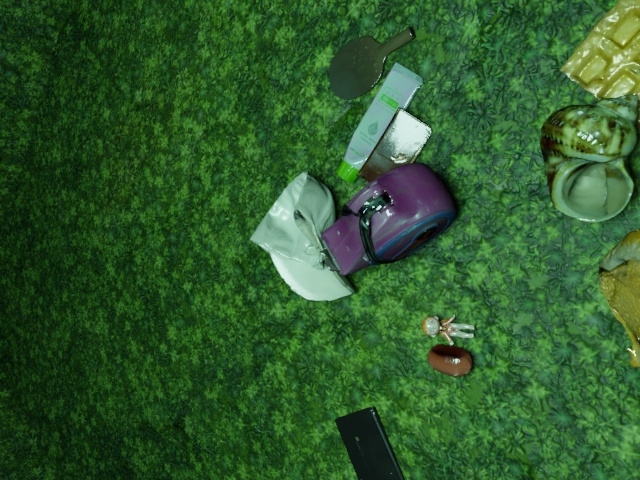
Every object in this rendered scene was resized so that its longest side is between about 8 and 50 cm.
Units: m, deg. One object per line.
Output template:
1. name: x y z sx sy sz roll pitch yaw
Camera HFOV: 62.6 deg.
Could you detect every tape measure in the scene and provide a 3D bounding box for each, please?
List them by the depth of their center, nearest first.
1. tape measure: 0.138 -0.047 1.048 0.149 0.245 0.231 60 140 20

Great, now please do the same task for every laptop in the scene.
1. laptop: 0.114 0.502 1.246 0.135 0.016 0.197 -33 73 35

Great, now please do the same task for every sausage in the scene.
1. sausage: 0.267 0.247 1.084 0.094 0.059 0.054 7 119 36

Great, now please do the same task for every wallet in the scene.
1. wallet: 0.161 -0.190 1.146 0.095 0.026 0.176 35 113 9

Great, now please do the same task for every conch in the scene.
1. conch: 0.447 -0.143 0.862 0.187 0.124 0.181 41 154 8

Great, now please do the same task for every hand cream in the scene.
1. hand cream: 0.126 -0.254 1.175 0.079 0.050 0.275 32 109 2

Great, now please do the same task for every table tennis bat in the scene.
1. table tennis bat: 0.111 -0.406 1.188 0.234 0.022 0.131 -21 79 39

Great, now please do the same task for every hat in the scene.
1. hat: -0.007 0.000 1.243 0.301 0.168 0.257 55 149 -6

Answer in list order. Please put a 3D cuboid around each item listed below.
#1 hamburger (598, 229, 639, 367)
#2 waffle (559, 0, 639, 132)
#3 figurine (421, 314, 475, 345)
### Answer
1. hamburger: 0.543 0.107 0.755 0.158 0.319 0.319 -26 74 -2
2. waffle: 0.545 -0.258 0.839 0.274 0.057 0.168 50 119 24
3. figurine: 0.264 0.184 1.091 0.109 0.047 0.064 4 82 29
